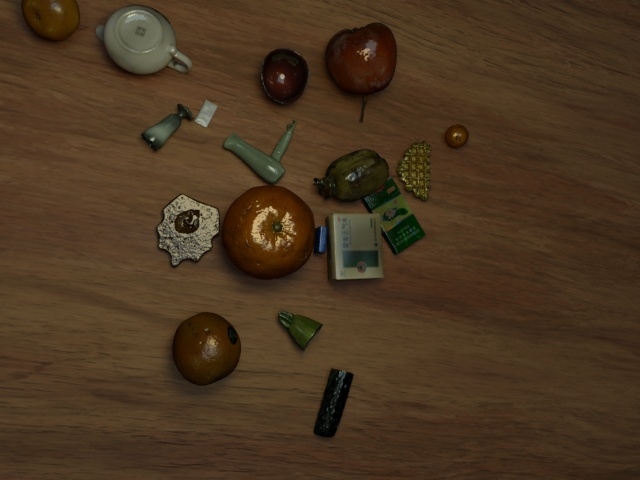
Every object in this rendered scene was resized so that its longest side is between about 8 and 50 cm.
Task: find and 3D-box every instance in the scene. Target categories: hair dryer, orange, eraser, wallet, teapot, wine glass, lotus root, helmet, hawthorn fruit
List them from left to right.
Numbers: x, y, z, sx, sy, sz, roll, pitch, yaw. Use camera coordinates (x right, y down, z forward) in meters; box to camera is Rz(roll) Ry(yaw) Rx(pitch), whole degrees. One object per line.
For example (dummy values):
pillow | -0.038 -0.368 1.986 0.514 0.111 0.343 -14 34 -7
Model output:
orange | -0.759 -0.648 1.618 0.159 0.159 0.136 43 36 -9
teapot | -0.523 -0.584 1.689 0.298 0.139 0.204 27 75 -11
wine glass | -0.458 -0.342 1.716 0.072 0.072 0.155 46 72 -8
wallet | -0.358 -0.397 1.785 0.044 0.011 0.083 28 76 -13
orange | -0.326 0.307 1.630 0.206 0.206 0.206 2 84 -17
orange | -0.152 -0.025 1.698 0.284 0.226 0.283 1 87 -22
hair dryer | -0.161 -0.319 1.821 0.206 0.075 0.237 39 67 -4
helmet | -0.121 -0.511 1.821 0.155 0.106 0.175 -2 87 -16
eraser | 0.000 0.000 1.828 0.027 0.063 0.084 7 82 -17
lotus root | 0.093 -0.198 1.839 0.278 0.154 0.154 -25 92 -19
hawthorn fruit | 0.149 -0.583 1.846 0.263 0.235 0.231 42 72 -11
orange | 0.480 -0.368 2.010 0.084 0.083 0.083 2 84 -17

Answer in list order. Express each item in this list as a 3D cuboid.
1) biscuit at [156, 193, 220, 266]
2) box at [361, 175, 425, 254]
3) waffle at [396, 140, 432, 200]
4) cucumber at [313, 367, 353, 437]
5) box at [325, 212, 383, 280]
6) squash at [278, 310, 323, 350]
biscuit | -0.404 -0.022 1.719 0.182 0.034 0.215 23 80 -13
box | 0.244 -0.085 1.928 0.132 0.034 0.235 -32 94 -18
waffle | 0.346 -0.247 1.972 0.161 0.046 0.192 37 75 -8
cucumber | 0.045 0.512 1.789 0.078 0.062 0.211 19 79 -15
box | 0.106 0.022 1.845 0.168 0.095 0.211 -1 84 -15
squash | -0.074 0.264 1.775 0.132 0.105 0.105 36 74 8
